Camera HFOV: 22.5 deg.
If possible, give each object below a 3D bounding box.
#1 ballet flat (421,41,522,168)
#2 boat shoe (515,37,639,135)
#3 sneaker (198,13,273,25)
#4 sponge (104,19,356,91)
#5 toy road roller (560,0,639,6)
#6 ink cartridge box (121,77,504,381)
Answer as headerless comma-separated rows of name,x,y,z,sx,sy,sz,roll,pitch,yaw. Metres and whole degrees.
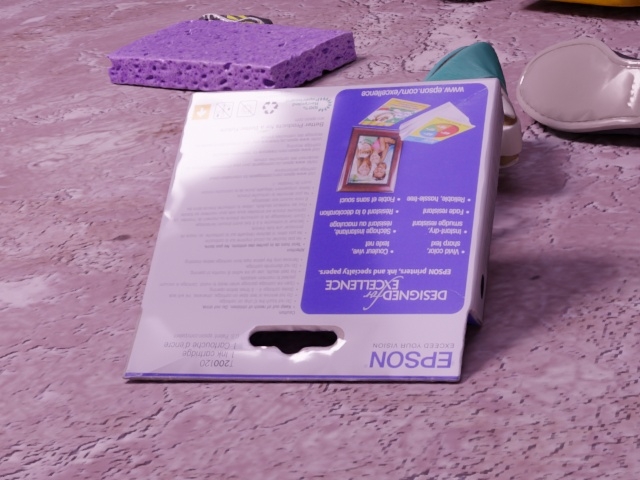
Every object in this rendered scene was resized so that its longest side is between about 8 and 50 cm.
ballet flat,0.087,-0.060,1.095,0.087,0.083,0.247,14,36,31
boat shoe,0.229,-0.101,1.184,0.065,0.075,0.206,28,-10,-37
sneaker,-0.083,-0.206,1.579,0.083,0.031,0.035,10,16,31
sponge,-0.085,-0.170,1.483,0.210,0.031,0.117,9,29,39
toy road roller,0.261,-0.347,1.565,0.240,0.203,0.329,-12,19,-37
ink cartridge box,0.000,0.000,0.965,0.206,0.045,0.208,-1,58,19
